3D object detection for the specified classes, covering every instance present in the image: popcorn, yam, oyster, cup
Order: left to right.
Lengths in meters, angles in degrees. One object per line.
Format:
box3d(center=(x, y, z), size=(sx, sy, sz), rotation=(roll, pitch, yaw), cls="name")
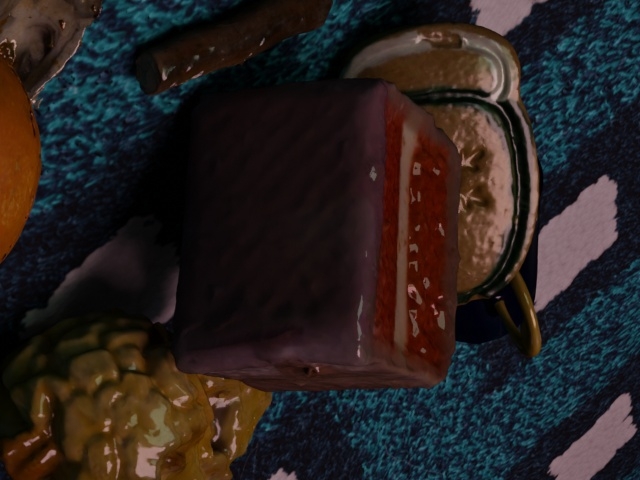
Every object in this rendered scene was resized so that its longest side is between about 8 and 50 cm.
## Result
box3d(center=(-0.261, -0.182, 1.691), size=(0.105, 0.056, 0.177), rotation=(1, 123, -40), cls="oyster")
box3d(center=(-0.198, 0.196, 2.016), size=(0.332, 0.225, 0.265), rotation=(-19, 139, -37), cls="popcorn")
box3d(center=(-0.082, -0.202, 1.909), size=(0.241, 0.057, 0.057), rotation=(-28, 143, -36), cls="yam")
box3d(center=(0.184, 0.034, 2.355), size=(0.256, 0.178, 0.255), rotation=(81, 12, -54), cls="cup")

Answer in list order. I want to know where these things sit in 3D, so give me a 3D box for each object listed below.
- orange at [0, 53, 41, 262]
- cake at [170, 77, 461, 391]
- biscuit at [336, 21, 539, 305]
box3d(center=(-0.344, -0.065, 1.524), size=(0.246, 0.246, 0.246), rotation=(-34, 146, -27), cls="orange")
box3d(center=(0.000, 0.000, 1.960), size=(0.237, 0.230, 0.309), rotation=(29, 64, -61), cls="cake")
box3d(center=(0.100, -0.075, 2.140), size=(0.287, 0.057, 0.344), rotation=(-5, 114, 0), cls="biscuit")
